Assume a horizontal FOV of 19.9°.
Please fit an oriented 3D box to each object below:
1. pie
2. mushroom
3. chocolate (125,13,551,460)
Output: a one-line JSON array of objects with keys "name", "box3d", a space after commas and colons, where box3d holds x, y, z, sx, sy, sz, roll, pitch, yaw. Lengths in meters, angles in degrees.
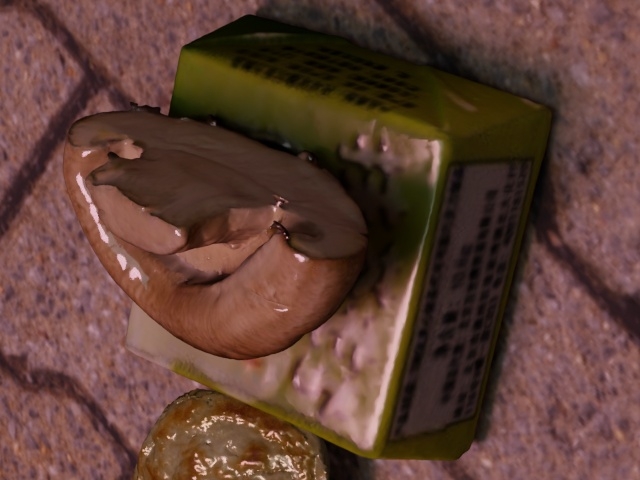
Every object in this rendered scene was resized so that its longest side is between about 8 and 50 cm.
[{"name": "pie", "box3d": [-0.069, 0.240, 1.557, 0.201, 0.090, 0.248, 18, 111, 30]}, {"name": "mushroom", "box3d": [-0.079, 0.012, 1.328, 0.286, 0.156, 0.151, 28, 124, 39]}, {"name": "chocolate", "box3d": [0.000, 0.000, 1.434, 0.289, 0.137, 0.300, 21, 109, 28]}]
